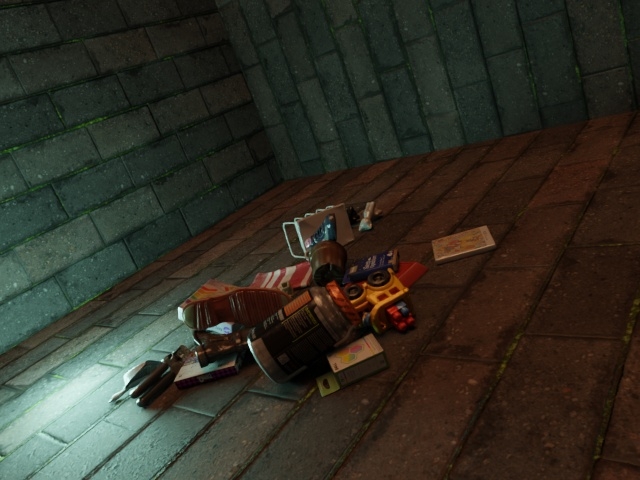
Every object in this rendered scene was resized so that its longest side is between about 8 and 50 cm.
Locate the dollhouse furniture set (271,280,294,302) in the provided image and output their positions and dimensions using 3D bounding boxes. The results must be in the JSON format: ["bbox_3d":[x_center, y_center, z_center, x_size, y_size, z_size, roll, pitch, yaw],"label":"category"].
[{"bbox_3d":[-0.181,0.260,1.971,0.181,0.101,0.161,-20,28,4],"label":"dollhouse furniture set"}]

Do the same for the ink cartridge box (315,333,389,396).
[{"bbox_3d":[0.080,0.355,1.488,0.209,0.062,0.109,-23,19,-5],"label":"ink cartridge box"}]

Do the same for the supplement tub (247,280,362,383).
[{"bbox_3d":[-0.044,0.271,1.567,0.316,0.194,0.193,-35,17,3],"label":"supplement tub"}]

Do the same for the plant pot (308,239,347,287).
[{"bbox_3d":[0.034,0.109,2.132,0.166,0.167,0.165,-19,25,8],"label":"plant pot"}]

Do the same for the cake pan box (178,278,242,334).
[{"bbox_3d":[-0.405,0.273,2.132,0.266,0.070,0.246,15,32,18],"label":"cake pan box"}]

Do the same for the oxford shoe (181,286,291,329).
[{"bbox_3d":[-0.290,0.225,1.864,0.396,0.141,0.146,-5,9,10],"label":"oxford shoe"}]

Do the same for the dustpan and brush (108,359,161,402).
[{"bbox_3d":[-0.680,0.512,1.875,0.211,0.060,0.147,-29,-16,-2],"label":"dustpan and brush"}]

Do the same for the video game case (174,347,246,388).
[{"bbox_3d":[-0.377,0.424,1.840,0.232,0.042,0.210,-18,18,10],"label":"video game case"}]

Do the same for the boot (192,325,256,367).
[{"bbox_3d":[-0.323,0.349,1.823,0.228,0.091,0.263,-18,20,-12],"label":"boot"}]

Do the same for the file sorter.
[{"bbox_3d":[-0.013,-0.046,2.524,0.277,0.193,0.173,-23,13,-28],"label":"file sorter"}]

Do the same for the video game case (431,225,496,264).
[{"bbox_3d":[0.550,0.016,2.014,0.226,0.026,0.206,-17,18,14],"label":"video game case"}]

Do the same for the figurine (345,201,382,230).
[{"bbox_3d":[0.196,-0.102,2.691,0.214,0.092,0.209,-11,28,28],"label":"figurine"}]

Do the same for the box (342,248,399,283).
[{"bbox_3d":[0.191,0.100,2.006,0.225,0.037,0.136,-17,18,17],"label":"box"}]

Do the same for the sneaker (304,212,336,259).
[{"bbox_3d":[0.000,0.000,2.256,0.131,0.319,0.112,1,52,-6],"label":"sneaker"}]

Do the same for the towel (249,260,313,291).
[{"bbox_3d":[-0.178,0.180,2.347,0.328,0.037,0.237,-15,19,18],"label":"towel"}]

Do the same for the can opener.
[{"bbox_3d":[-0.570,0.482,1.861,0.095,0.076,0.283,-28,11,40],"label":"can opener"}]

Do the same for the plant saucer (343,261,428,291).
[{"bbox_3d":[0.233,0.146,1.958,0.259,0.048,0.258,0,27,47],"label":"plant saucer"}]

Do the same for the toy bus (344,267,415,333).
[{"bbox_3d":[0.194,0.223,1.658,0.220,0.150,0.211,-27,34,-10],"label":"toy bus"}]
